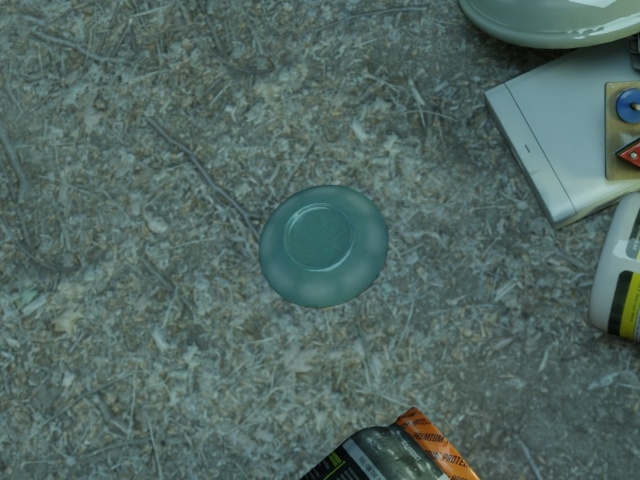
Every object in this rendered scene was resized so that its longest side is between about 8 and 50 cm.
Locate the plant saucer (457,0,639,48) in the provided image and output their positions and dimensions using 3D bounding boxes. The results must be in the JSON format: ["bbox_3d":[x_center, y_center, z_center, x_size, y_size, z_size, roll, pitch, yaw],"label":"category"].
[{"bbox_3d":[0.380,-0.442,1.718,0.400,0.100,0.400,-13,45,13],"label":"plant saucer"}]

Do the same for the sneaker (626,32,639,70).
[{"bbox_3d":[0.517,-0.315,1.659,0.163,0.086,0.226,13,72,15],"label":"sneaker"}]

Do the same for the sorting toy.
[{"bbox_3d":[0.451,-0.138,1.596,0.132,0.046,0.275,-2,100,2],"label":"sorting toy"}]

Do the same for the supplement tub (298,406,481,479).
[{"bbox_3d":[0.039,0.373,1.461,0.338,0.207,0.207,-40,65,-5],"label":"supplement tub"}]

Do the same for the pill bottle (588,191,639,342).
[{"bbox_3d":[0.521,0.067,1.492,0.334,0.188,0.188,17,72,19],"label":"pill bottle"}]

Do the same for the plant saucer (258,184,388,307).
[{"bbox_3d":[0.000,0.000,1.723,0.195,0.037,0.195,-5,66,11],"label":"plant saucer"}]

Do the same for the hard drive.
[{"bbox_3d":[0.442,-0.188,1.696,0.353,0.047,0.233,-24,64,1],"label":"hard drive"}]
